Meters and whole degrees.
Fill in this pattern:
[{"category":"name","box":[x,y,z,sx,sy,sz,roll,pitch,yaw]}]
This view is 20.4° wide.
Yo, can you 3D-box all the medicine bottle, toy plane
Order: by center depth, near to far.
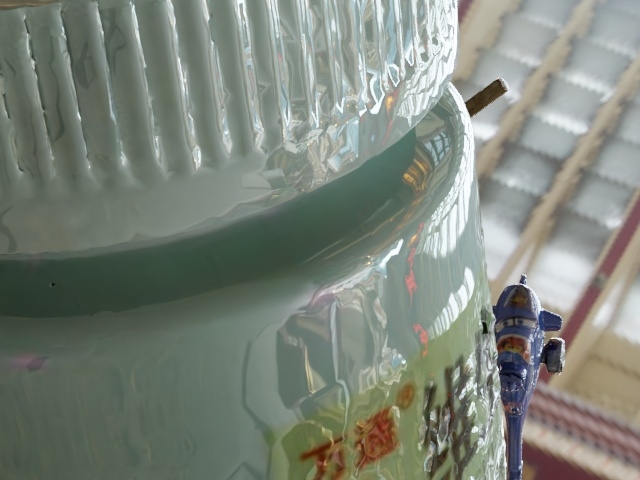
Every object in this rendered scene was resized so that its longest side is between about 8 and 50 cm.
[{"category":"medicine bottle","box":[-0.032,0.057,0.446,0.158,0.158,0.318,10,-56,28]},{"category":"toy plane","box":[0.114,0.094,1.049,0.054,0.062,0.167,6,-53,12]}]

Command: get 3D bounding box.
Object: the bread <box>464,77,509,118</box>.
[{"category":"bread","box":[-0.001,-0.001,1.241,0.344,0.084,0.124,-36,-131,19]}]
